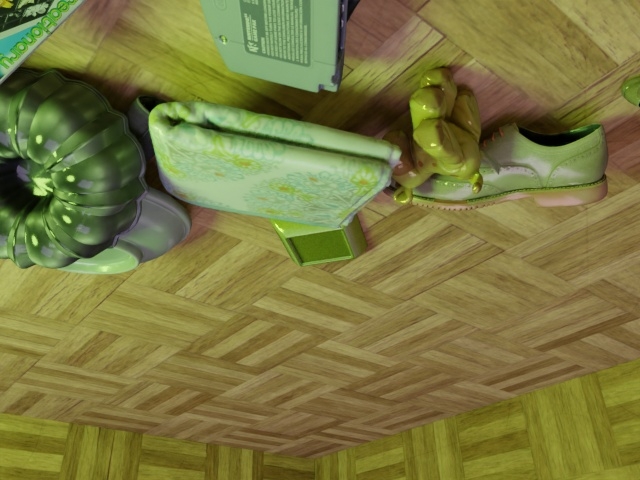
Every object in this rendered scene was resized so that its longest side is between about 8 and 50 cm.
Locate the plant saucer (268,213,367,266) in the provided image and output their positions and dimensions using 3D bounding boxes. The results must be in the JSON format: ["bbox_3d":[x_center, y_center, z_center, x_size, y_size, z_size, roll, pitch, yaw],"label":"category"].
[{"bbox_3d":[0.000,0.000,1.339,0.188,0.045,0.188,-9,148,11],"label":"plant saucer"}]

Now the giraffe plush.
[{"bbox_3d":[0.172,-0.154,1.001,0.170,0.181,0.210,-15,130,41],"label":"giraffe plush"}]

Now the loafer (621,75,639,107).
[{"bbox_3d":[0.570,-0.249,0.968,0.148,0.050,0.056,-17,145,23],"label":"loafer"}]

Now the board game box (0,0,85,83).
[{"bbox_3d":[-0.387,-0.310,0.683,0.305,0.053,0.193,-42,139,4],"label":"board game box"}]

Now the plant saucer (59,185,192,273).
[{"bbox_3d":[-0.458,-0.010,1.176,0.400,0.100,0.400,-1,159,0],"label":"plant saucer"}]

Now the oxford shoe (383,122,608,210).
[{"bbox_3d":[0.308,-0.144,1.089,0.397,0.140,0.146,-3,117,10],"label":"oxford shoe"}]

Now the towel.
[{"bbox_3d":[-0.085,-0.118,1.003,0.374,0.090,0.320,9,165,-10],"label":"towel"}]

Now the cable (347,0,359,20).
[{"bbox_3d":[0.048,-0.359,0.789,0.139,0.072,0.287,-8,164,-23],"label":"cable"}]

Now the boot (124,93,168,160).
[{"bbox_3d":[-0.351,-0.175,1.015,0.189,0.076,0.208,10,154,-41],"label":"boot"}]

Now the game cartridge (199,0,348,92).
[{"bbox_3d":[-0.062,-0.323,0.761,0.196,0.060,0.294,13,149,6],"label":"game cartridge"}]

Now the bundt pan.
[{"bbox_3d":[-0.448,-0.094,0.939,0.331,0.124,0.331,0,114,0],"label":"bundt pan"}]
